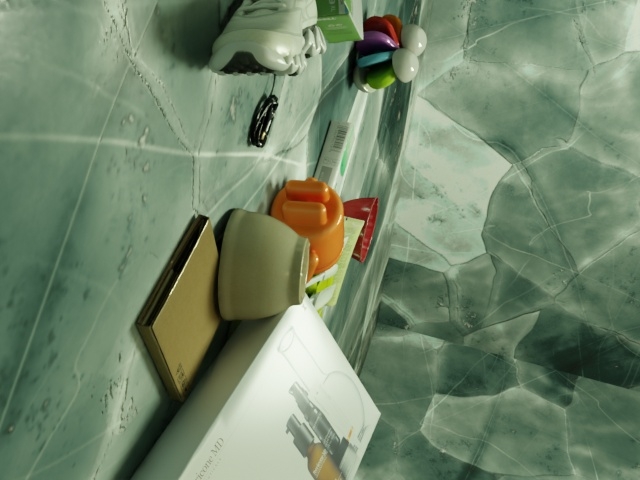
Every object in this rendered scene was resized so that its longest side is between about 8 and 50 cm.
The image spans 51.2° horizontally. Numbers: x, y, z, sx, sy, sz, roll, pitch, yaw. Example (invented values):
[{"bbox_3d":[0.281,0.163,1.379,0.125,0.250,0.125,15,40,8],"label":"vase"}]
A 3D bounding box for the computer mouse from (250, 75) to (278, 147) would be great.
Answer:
[{"bbox_3d":[-0.051,-0.247,0.962,0.071,0.041,0.242,28,77,-80],"label":"computer mouse"}]

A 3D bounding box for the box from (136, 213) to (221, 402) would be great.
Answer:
[{"bbox_3d":[-0.166,0.090,0.847,0.201,0.021,0.164,89,18,-53],"label":"box"}]

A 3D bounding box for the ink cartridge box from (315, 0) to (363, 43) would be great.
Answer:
[{"bbox_3d":[0.021,-0.387,1.035,0.209,0.062,0.109,-14,101,-79],"label":"ink cartridge box"}]

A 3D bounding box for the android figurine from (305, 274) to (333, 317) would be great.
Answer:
[{"bbox_3d":[-0.025,0.164,1.584,0.248,0.056,0.273,-57,156,-61],"label":"android figurine"}]

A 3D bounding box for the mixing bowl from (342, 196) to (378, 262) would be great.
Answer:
[{"bbox_3d":[0.086,-0.039,1.774,0.181,0.098,0.181,15,90,-79],"label":"mixing bowl"}]

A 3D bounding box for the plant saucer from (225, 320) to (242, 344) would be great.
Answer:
[{"bbox_3d":[-0.116,0.158,1.149,0.241,0.037,0.241,14,90,-79],"label":"plant saucer"}]

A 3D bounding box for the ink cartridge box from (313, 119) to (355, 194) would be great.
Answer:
[{"bbox_3d":[0.034,-0.142,1.508,0.225,0.056,0.181,63,43,-72],"label":"ink cartridge box"}]

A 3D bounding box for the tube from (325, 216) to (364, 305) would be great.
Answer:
[{"bbox_3d":[0.040,0.050,1.702,0.070,0.062,0.240,-7,119,-42],"label":"tube"}]

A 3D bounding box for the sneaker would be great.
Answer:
[{"bbox_3d":[-0.059,-0.258,0.773,0.292,0.110,0.118,-73,165,-65],"label":"sneaker"}]

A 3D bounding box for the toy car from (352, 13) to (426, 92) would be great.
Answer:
[{"bbox_3d":[0.139,-0.430,1.503,0.136,0.159,0.182,42,57,-38],"label":"toy car"}]

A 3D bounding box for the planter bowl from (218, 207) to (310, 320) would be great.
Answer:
[{"bbox_3d":[-0.074,0.039,0.953,0.162,0.109,0.162,6,90,-86],"label":"planter bowl"}]

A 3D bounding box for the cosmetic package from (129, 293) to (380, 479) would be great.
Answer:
[{"bbox_3d":[-0.069,0.295,0.957,0.284,0.097,0.377,58,40,-22],"label":"cosmetic package"}]

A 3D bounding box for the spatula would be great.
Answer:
[{"bbox_3d":[-0.020,0.092,1.395,0.242,0.019,0.168,-25,139,-56],"label":"spatula"}]

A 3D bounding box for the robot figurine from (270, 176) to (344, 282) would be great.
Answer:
[{"bbox_3d":[-0.021,-0.018,1.175,0.128,0.158,0.219,-30,154,-13],"label":"robot figurine"}]
